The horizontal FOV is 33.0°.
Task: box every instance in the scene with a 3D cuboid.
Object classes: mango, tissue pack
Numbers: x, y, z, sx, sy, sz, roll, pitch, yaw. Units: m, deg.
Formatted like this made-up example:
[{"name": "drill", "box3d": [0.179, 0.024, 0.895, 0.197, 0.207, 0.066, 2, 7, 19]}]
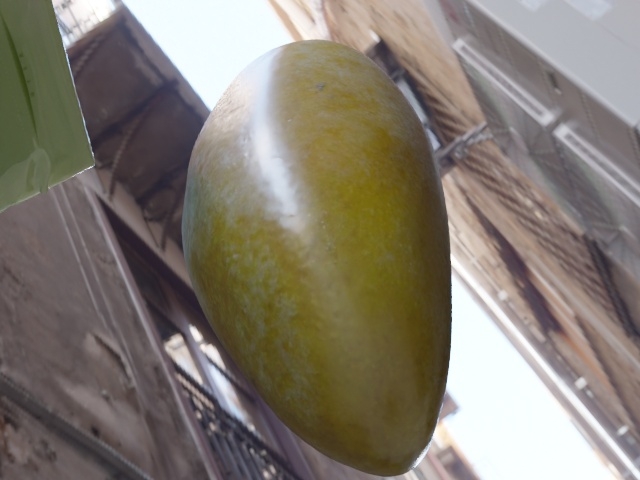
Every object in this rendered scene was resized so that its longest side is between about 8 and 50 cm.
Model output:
[{"name": "mango", "box3d": [0.000, 0.000, 0.795, 0.199, 0.384, 0.221, 4, -44, -17]}, {"name": "tissue pack", "box3d": [-0.318, -0.149, 0.977, 0.159, 0.125, 0.234, -32, -54, -38]}]
